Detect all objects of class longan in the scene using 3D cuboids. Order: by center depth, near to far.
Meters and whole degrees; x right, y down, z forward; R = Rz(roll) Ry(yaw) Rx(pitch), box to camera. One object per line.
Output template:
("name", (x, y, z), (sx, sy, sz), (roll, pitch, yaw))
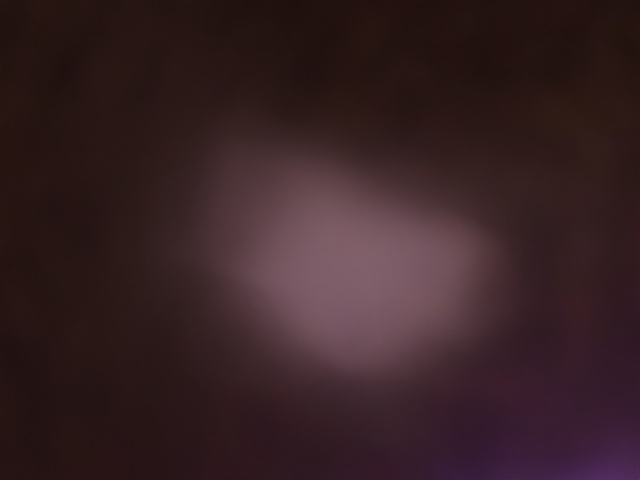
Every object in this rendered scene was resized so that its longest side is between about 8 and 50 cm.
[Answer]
("longan", (0.000, 0.000, 0.429), (0.246, 0.215, 0.246), (-1, 97, -8))
